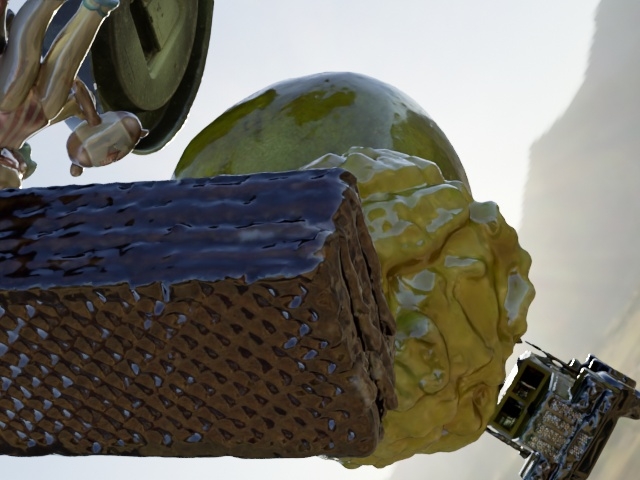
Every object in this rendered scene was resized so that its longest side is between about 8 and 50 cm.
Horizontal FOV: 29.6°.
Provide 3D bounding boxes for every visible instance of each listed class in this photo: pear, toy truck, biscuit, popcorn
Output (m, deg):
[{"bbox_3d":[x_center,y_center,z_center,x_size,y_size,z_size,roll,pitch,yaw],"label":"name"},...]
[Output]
[{"bbox_3d":[0.000,0.000,1.304,0.413,0.352,0.352,-107,36,-51],"label":"pear"},{"bbox_3d":[0.208,0.155,1.094,0.127,0.127,0.257,-59,-4,3],"label":"toy truck"},{"bbox_3d":[-0.097,0.033,0.512,0.070,0.252,0.106,-74,-23,-48],"label":"biscuit"},{"bbox_3d":[0.046,0.050,0.932,0.225,0.249,0.249,-17,-31,-26],"label":"popcorn"}]

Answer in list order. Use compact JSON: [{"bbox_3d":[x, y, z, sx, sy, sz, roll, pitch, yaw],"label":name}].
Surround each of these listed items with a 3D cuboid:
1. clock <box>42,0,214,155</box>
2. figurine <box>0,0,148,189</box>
[{"bbox_3d":[-0.241,-0.302,1.574,0.386,0.076,0.386,9,-90,-75],"label":"clock"},{"bbox_3d":[-0.236,-0.105,0.976,0.205,0.103,0.260,0,-47,-53],"label":"figurine"}]
